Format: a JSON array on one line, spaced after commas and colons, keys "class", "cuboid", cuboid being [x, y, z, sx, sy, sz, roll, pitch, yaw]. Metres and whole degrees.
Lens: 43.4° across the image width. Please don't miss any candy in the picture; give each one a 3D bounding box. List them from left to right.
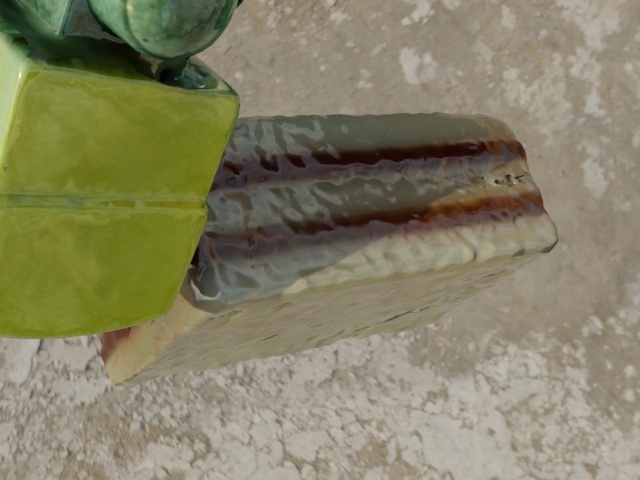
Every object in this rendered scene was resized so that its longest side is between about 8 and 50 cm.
[{"class": "candy", "cuboid": [0.000, 0.000, 0.607, 0.320, 0.179, 0.135, -8, 70, -32]}]

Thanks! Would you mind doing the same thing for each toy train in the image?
[{"class": "toy train", "cuboid": [-0.179, -0.146, 0.431, 0.150, 0.369, 0.237, 0, 123, -46]}]
